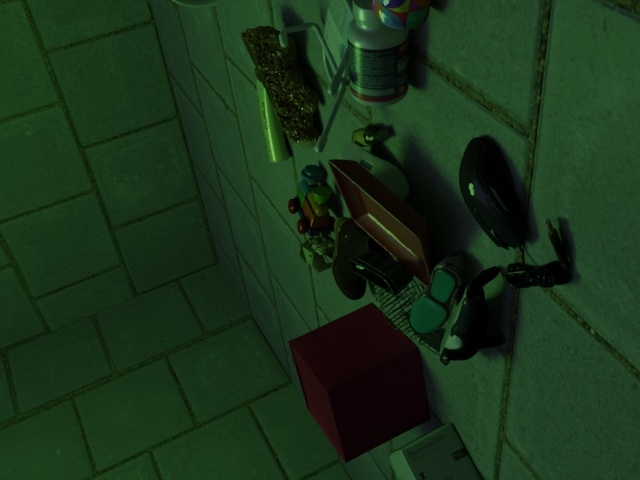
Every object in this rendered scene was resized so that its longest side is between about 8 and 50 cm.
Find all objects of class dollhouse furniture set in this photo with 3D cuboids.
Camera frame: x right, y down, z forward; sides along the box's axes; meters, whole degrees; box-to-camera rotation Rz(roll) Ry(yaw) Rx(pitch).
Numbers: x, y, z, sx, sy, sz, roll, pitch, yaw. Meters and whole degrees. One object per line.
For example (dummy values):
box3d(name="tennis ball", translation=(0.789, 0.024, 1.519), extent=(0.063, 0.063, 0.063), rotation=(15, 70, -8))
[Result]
box3d(name="dollhouse furniture set", translation=(0.000, 0.000, 2.036), extent=(0.182, 0.101, 0.161), rotation=(32, 142, 64))

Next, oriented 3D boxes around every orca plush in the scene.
box3d(name="orca plush", translation=(0.300, 0.154, 1.376), extent=(0.151, 0.102, 0.287), rotation=(-66, -11, -45))

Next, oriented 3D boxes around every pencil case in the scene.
box3d(name="pencil case", translation=(0.128, -0.423, 1.070), extent=(0.104, 0.104, 0.236), rotation=(58, 162, 28))

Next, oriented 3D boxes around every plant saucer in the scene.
box3d(name="plant saucer", translation=(0.139, -0.039, 1.473), extent=(0.259, 0.047, 0.258), rotation=(43, 171, 29))

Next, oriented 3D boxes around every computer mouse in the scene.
box3d(name="computer mouse", translation=(0.289, -0.035, 1.139), extent=(0.262, 0.060, 0.184), rotation=(69, 165, -7))

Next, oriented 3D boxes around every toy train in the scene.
box3d(name="toy train", translation=(-0.001, -0.076, 1.917), extent=(0.248, 0.105, 0.143), rotation=(-115, 27, -44))

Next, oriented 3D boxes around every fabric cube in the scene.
box3d(name="fabric cube", translation=(0.100, 0.366, 1.926), extent=(0.259, 0.258, 0.254), rotation=(43, 152, 55))

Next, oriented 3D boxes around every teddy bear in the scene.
box3d(name="teddy bear", translation=(-0.079, -0.381, 1.820), extent=(0.338, 0.113, 0.245), rotation=(65, 173, -19))

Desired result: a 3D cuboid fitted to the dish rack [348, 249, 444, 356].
box3d(name="dish rack", translation=(0.185, 0.150, 1.633), extent=(0.272, 0.074, 0.208), rotation=(60, 169, -21))

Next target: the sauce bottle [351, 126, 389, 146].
box3d(name="sauce bottle", translation=(0.104, -0.215, 1.522), extent=(0.042, 0.042, 0.128), rotation=(71, 165, -12))

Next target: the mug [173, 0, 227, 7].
box3d(name="mug", translation=(-0.249, -0.633, 1.529), extent=(0.374, 0.327, 0.276), rotation=(94, 157, -65))

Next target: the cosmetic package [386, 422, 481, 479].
box3d(name="cosmetic package", translation=(0.282, 0.572, 1.806), extent=(0.184, 0.151, 0.151), rotation=(62, 163, 14))

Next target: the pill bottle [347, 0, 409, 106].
box3d(name="pill bottle", translation=(0.099, -0.332, 1.264), extent=(0.108, 0.107, 0.180), rotation=(53, 159, 41))

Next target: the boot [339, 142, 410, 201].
box3d(name="boot", translation=(0.126, -0.137, 1.547), extent=(0.190, 0.069, 0.086), rotation=(44, -172, 27))

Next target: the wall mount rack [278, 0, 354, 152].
box3d(name="wall mount rack", translation=(0.011, -0.364, 1.432), extent=(0.350, 0.130, 0.304), rotation=(104, 147, -66))

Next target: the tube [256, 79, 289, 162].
box3d(name="tube", translation=(-0.146, -0.348, 2.129), extent=(0.070, 0.062, 0.240), rotation=(-3, 109, 30))

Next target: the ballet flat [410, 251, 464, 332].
box3d(name="ballet flat", translation=(0.240, 0.102, 1.445), extent=(0.076, 0.079, 0.222), rotation=(35, 143, 17))

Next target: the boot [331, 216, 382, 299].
box3d(name="boot", translation=(0.099, 0.071, 1.832), extent=(0.207, 0.090, 0.249), rotation=(-139, 34, -61))
